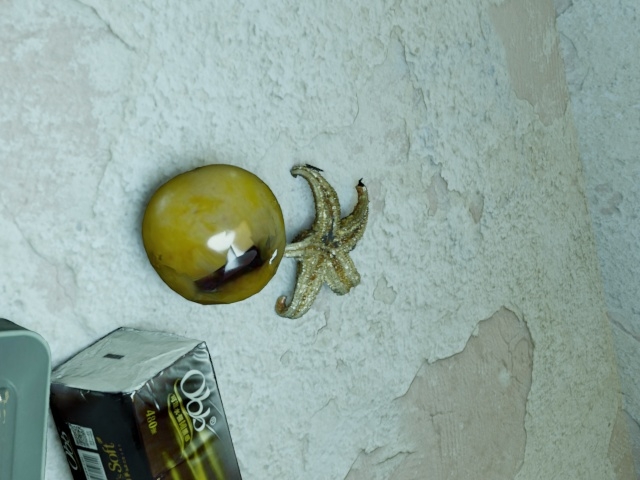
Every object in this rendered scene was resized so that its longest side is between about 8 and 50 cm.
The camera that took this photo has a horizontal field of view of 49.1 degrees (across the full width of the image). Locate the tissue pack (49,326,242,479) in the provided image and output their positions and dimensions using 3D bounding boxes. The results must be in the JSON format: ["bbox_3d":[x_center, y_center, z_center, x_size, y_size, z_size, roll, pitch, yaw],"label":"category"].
[{"bbox_3d":[-0.264,0.333,1.079,0.198,0.210,0.370,-32,118,-48],"label":"tissue pack"}]

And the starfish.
[{"bbox_3d":[-0.004,-0.002,1.386,0.312,0.113,0.303,-19,111,-52],"label":"starfish"}]

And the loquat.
[{"bbox_3d":[-0.167,-0.011,1.131,0.235,0.235,0.235,-8,101,-44],"label":"loquat"}]

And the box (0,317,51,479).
[{"bbox_3d":[-0.547,0.308,0.873,0.395,0.111,0.397,-1,98,-46],"label":"box"}]
